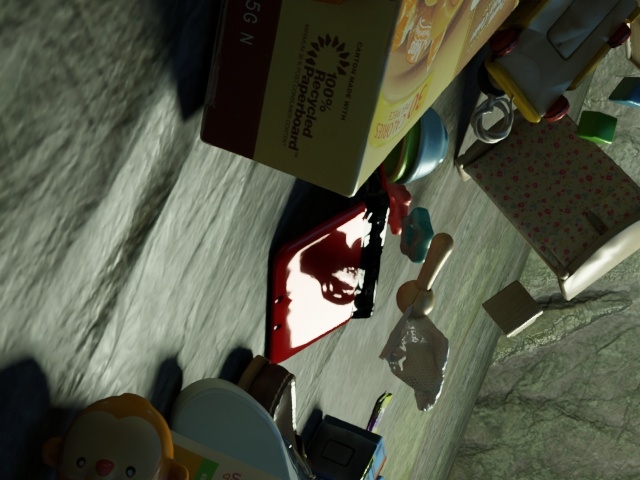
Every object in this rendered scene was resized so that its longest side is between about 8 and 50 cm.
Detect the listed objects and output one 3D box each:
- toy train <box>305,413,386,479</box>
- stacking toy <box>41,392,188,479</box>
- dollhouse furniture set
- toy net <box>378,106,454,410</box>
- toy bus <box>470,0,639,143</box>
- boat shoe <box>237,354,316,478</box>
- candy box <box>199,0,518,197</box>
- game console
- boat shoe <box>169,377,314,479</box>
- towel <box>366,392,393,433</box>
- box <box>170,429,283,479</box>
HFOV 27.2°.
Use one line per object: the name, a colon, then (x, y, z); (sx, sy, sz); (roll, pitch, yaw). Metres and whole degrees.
toy train: (0.001, 0.261, 1.262); (0.184, 0.080, 0.105); (-59, 156, -27)
stacking toy: (-0.111, 0.217, 0.584); (0.166, 0.175, 0.301); (26, 75, -80)
dollhouse furniture set: (0.237, -0.133, 1.388); (0.355, 0.303, 0.174); (-37, 153, -3)
toy net: (0.058, 0.010, 0.992); (0.122, 0.045, 0.232); (164, -72, -69)
toy bus: (0.210, -0.191, 1.281); (0.104, 0.202, 0.190); (-165, -105, -64)
boat shoe: (-0.038, 0.172, 0.943); (0.073, 0.073, 0.207); (-48, 155, -48)
candy box: (0.053, -0.173, 0.695); (0.316, 0.088, 0.183); (-51, 159, -56)
game console: (0.000, 0.000, 0.944); (0.144, 0.085, 0.124); (96, -11, -53)
boat shoe: (-0.046, 0.142, 0.833); (0.183, 0.065, 0.083); (62, -2, -31)
towel: (0.067, 0.230, 1.632); (0.060, 0.009, 0.083); (-15, 126, -74)
box: (-0.079, 0.207, 0.749); (0.203, 0.103, 0.114); (94, 21, -55)
